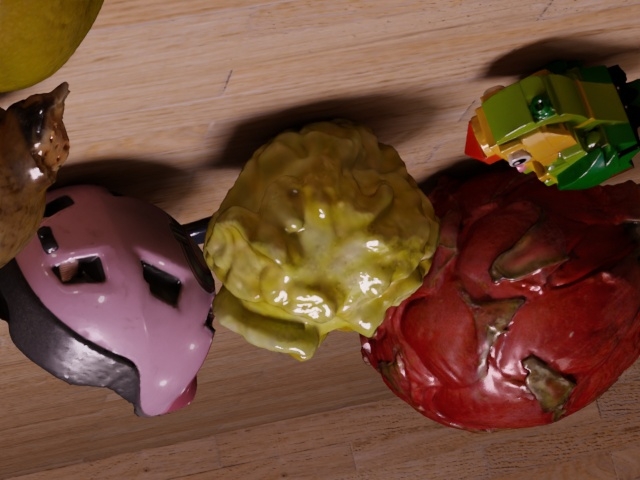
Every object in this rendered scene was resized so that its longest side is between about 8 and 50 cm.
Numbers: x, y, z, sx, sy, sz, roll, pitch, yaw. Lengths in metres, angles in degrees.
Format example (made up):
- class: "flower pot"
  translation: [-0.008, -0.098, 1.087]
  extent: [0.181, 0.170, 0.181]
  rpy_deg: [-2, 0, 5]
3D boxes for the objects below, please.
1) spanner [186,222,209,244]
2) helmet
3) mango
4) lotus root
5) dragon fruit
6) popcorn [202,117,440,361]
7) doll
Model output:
- class: "spanner"
  translation: [-0.179, 0.005, 1.817]
  extent: [0.316, 0.024, 0.087]
  rpy_deg: [-12, 166, -1]
- class: "helmet"
  translation: [-0.173, 0.036, 1.591]
  extent: [0.253, 0.198, 0.154]
  rpy_deg: [11, 131, -46]
- class: "mango"
  translation: [-0.158, -0.140, 0.939]
  extent: [0.091, 0.137, 0.237]
  rpy_deg: [19, 169, 6]
- class: "lotus root"
  translation: [-0.287, -0.031, 1.273]
  extent: [0.257, 0.140, 0.154]
  rpy_deg: [-12, 162, 19]
- class: "dragon fruit"
  translation: [0.194, 0.057, 1.858]
  extent: [0.342, 0.277, 0.277]
  rpy_deg: [-5, 172, 26]
- class: "popcorn"
  translation: [-0.006, 0.008, 1.580]
  extent: [0.217, 0.181, 0.235]
  rpy_deg: [-50, 171, 34]
- class: "doll"
  translation: [0.212, -0.102, 1.556]
  extent: [0.186, 0.106, 0.134]
  rpy_deg: [-3, 158, -40]
